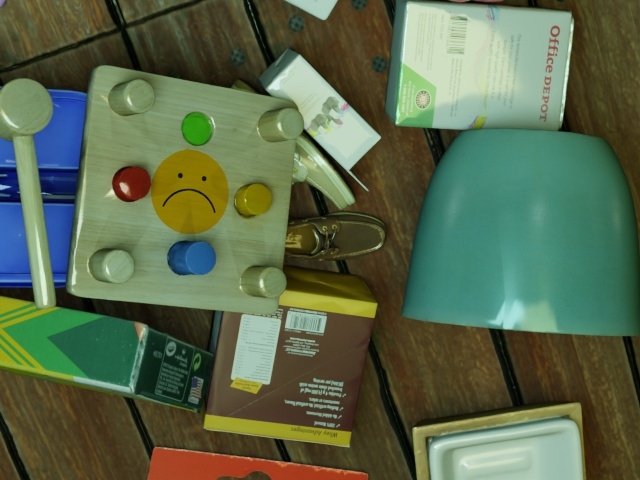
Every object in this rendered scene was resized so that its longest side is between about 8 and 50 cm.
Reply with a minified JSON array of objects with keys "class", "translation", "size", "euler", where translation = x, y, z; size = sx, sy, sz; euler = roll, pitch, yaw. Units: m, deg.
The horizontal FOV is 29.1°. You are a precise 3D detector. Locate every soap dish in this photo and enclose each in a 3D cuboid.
[{"class":"soap dish","translation":[0.245,0.361,1.685],"size":[0.229,0.118,0.291],"euler":[-8,106,-5]}]

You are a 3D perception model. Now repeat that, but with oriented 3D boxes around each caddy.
[{"class":"caddy","translation":[-0.367,-0.062,1.460],"size":[0.341,0.179,0.241],"euler":[1,91,-22]}]

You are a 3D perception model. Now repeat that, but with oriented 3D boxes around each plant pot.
[{"class":"plant pot","translation":[0.253,-0.013,1.512],"size":[0.293,0.293,0.235],"euler":[5,90,-9]}]

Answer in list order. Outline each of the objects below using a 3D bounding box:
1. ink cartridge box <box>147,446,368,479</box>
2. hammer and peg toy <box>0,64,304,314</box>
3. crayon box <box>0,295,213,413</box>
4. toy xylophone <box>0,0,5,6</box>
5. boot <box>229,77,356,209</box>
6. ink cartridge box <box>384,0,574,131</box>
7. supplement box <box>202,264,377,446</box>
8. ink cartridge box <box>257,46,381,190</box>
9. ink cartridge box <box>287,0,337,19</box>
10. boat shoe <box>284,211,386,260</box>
[{"class":"ink cartridge box","translation":[-0.110,0.490,1.685],"size":[0.308,0.091,0.385],"euler":[9,104,-10]},{"class":"hammer and peg toy","translation":[-0.198,-0.051,1.362],"size":[0.361,0.127,0.266],"euler":[6,88,-29]},{"class":"crayon box","translation":[-0.312,0.126,1.462],"size":[0.318,0.202,0.081],"euler":[9,79,18]},{"class":"toy xylophone","translation":[-0.471,-0.406,1.407],"size":[0.322,0.081,0.236],"euler":[36,97,-15]},{"class":"boot","translation":[-0.076,-0.076,1.550],"size":[0.213,0.077,0.165],"euler":[42,95,-10]},{"class":"ink cartridge box","translation":[0.196,-0.219,1.542],"size":[0.212,0.093,0.154],"euler":[3,104,-7]},{"class":"supplement box","translation":[-0.045,0.141,1.582],"size":[0.191,0.129,0.194],"euler":[9,103,-10]},{"class":"ink cartridge box","translation":[0.010,-0.151,1.527],"size":[0.061,0.104,0.181],"euler":[-44,107,4]},{"class":"ink cartridge box","translation":[-0.067,-0.413,1.427],"size":[0.273,0.114,0.197],"euler":[26,112,-14]},{"class":"boat shoe","translation":[0.000,0.000,1.587],"size":[0.178,0.060,0.064],"euler":[0,104,-8]}]
